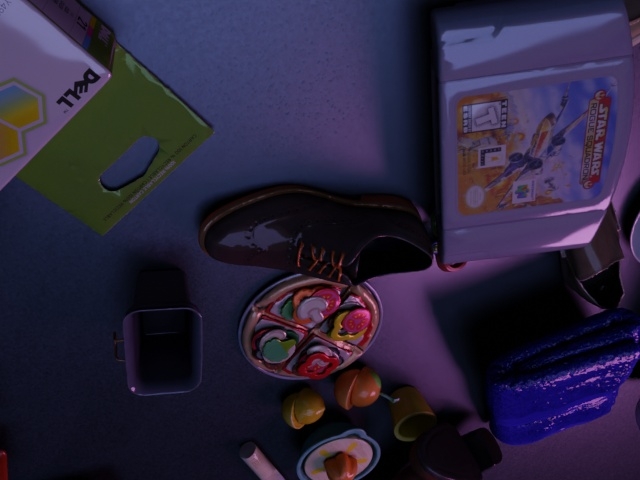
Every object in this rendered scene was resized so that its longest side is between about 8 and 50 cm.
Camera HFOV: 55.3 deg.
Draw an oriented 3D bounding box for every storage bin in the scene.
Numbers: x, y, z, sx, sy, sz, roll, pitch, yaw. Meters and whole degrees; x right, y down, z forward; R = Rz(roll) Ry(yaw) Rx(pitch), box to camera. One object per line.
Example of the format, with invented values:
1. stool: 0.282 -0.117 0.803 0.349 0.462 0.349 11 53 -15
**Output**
1. storage bin: -0.192 0.103 0.723 0.098 0.091 0.135 -2 125 -14

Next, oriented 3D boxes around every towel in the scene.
1. towel: 0.365 0.227 0.927 0.227 0.076 0.308 -25 144 2

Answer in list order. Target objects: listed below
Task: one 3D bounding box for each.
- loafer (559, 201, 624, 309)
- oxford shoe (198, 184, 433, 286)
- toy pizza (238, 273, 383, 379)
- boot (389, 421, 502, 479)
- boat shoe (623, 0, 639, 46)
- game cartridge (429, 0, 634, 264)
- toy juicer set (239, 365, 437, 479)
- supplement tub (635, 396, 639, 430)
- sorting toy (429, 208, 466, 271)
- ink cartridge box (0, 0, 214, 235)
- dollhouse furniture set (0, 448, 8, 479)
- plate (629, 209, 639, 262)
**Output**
1. loafer: 0.358 -0.001 0.800 0.094 0.087 0.251 -31 127 7
2. oxford shoe: 0.000 0.000 0.695 0.271 0.098 0.097 -4 126 -13
3. toy pizza: -0.010 0.123 0.824 0.201 0.032 0.201 -7 127 -10
4. boot: 0.125 0.389 0.981 0.280 0.096 0.264 -36 158 21
5. boat shoe: 0.273 -0.223 0.631 0.170 0.063 0.059 -22 134 2
6. game cartridge: 0.219 -0.107 0.647 0.198 0.062 0.297 -5 126 7
7. toy juicer set: 0.001 0.320 0.935 0.329 0.089 0.209 -41 125 16
8. supplement tub: 0.645 0.193 0.922 0.241 0.241 0.331 -3 126 -13
9. sorting toy: 0.153 -0.006 0.776 0.061 0.042 0.102 -24 117 -17
10. ink cartridge box: -0.246 -0.105 0.553 0.189 0.097 0.255 -40 125 14
11. dollhouse furniture set: -0.533 0.309 0.760 0.259 0.135 0.262 1 113 -23
12. plate: 0.516 -0.040 0.856 0.188 0.024 0.188 -8 127 -11
